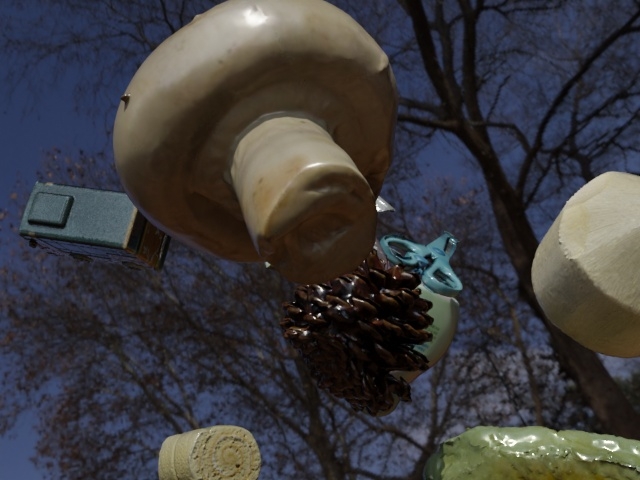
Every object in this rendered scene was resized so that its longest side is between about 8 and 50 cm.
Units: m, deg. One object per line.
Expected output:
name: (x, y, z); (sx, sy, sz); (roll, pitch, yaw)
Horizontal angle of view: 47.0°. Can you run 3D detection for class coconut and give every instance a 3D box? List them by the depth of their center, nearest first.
coconut: (0.427, 0.025, 1.000); (0.238, 0.237, 0.266); (-14, -23, -12)

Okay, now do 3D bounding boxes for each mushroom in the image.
mushroom: (-0.039, -0.066, 0.701); (0.293, 0.290, 0.292); (-13, -46, -14)

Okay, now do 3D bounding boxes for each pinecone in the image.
pinecone: (0.061, 0.120, 1.005); (0.222, 0.221, 0.221); (-14, -40, -12)

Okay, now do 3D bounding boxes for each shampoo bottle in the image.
shampoo bottle: (0.178, 0.259, 1.765); (0.349, 0.222, 0.151); (-62, -19, 2)

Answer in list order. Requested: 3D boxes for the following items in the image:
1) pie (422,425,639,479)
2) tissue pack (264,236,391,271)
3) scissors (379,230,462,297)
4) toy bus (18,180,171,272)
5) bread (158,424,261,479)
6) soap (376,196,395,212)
pie: (0.324, 0.405, 1.032); (0.396, 0.180, 0.418); (7, -51, 14)
tissue pack: (0.000, 0.000, 1.216); (0.236, 0.173, 0.073); (19, -57, -37)
scissors: (0.228, 0.029, 1.502); (0.032, 0.180, 0.393); (-57, -11, 19)
toy bus: (-0.461, -0.029, 1.513); (0.275, 0.138, 0.167); (8, -17, 17)
bread: (-0.201, 0.404, 1.326); (0.148, 0.133, 0.141); (16, -27, -33)
soap: (-0.011, -0.053, 1.733); (0.159, 0.302, 0.257); (-5, -51, -47)
